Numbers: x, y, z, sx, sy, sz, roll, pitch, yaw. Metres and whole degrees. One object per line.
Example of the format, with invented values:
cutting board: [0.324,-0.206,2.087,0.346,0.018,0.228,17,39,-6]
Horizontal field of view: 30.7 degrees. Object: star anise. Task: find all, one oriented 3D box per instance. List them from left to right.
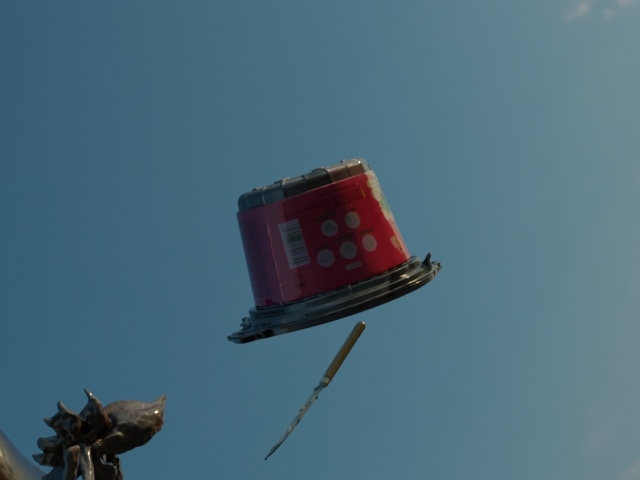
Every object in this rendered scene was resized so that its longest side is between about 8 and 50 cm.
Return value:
star anise: [-0.197,0.211,1.092,0.148,0.227,0.219,-29,-60,-9]

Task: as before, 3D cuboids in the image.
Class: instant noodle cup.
instant noodle cup: [0.000,0.000,1.499,0.302,0.258,0.182,-20,-85,-35]

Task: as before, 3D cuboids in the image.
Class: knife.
knife: [-0.007,0.251,1.949,0.017,0.047,0.298,42,-119,-12]

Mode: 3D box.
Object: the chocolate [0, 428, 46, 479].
chocolate: [-0.535,0.395,1.633,0.383,0.383,0.331,-38,-39,-29]
